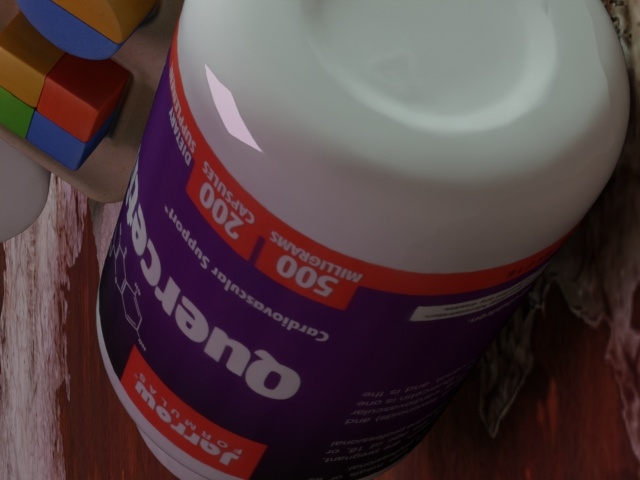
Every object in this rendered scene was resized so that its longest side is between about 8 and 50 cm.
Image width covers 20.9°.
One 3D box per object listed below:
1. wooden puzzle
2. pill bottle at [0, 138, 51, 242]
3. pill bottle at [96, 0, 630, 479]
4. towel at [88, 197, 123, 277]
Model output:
[{"bbox_3d":[-0.239,-0.192,1.253,0.080,0.322,0.348,-55,-1,-37],"label":"wooden puzzle"},{"bbox_3d":[-0.325,-0.201,1.592,0.224,0.224,0.392,112,162,-51],"label":"pill bottle"},{"bbox_3d":[0.000,0.000,0.784,0.323,0.181,0.181,116,148,-55],"label":"pill bottle"},{"bbox_3d":[-0.174,-0.075,1.525,0.187,0.049,0.282,113,150,-50],"label":"towel"}]
